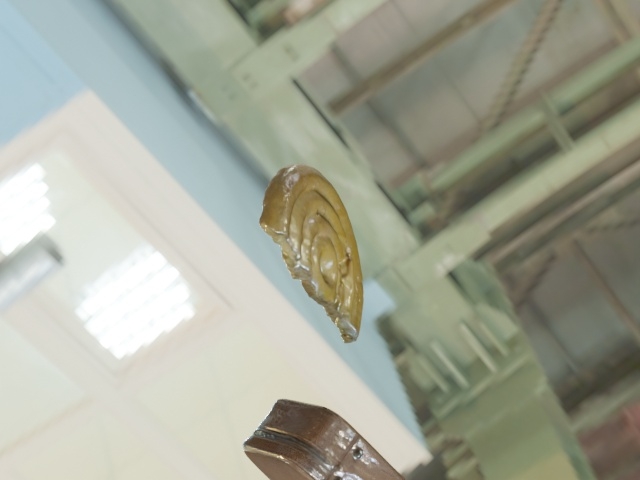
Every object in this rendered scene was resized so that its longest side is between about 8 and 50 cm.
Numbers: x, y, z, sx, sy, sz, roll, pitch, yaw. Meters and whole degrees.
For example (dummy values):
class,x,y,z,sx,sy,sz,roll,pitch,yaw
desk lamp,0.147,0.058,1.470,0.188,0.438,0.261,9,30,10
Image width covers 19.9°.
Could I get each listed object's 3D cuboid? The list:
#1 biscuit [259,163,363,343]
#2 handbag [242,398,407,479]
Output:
class,x,y,z,sx,sy,sz,roll,pitch,yaw
biscuit,0.001,0.000,1.886,0.033,0.224,0.145,-8,-130,22
handbag,0.017,0.237,1.788,0.072,0.193,0.151,-53,-151,-16
